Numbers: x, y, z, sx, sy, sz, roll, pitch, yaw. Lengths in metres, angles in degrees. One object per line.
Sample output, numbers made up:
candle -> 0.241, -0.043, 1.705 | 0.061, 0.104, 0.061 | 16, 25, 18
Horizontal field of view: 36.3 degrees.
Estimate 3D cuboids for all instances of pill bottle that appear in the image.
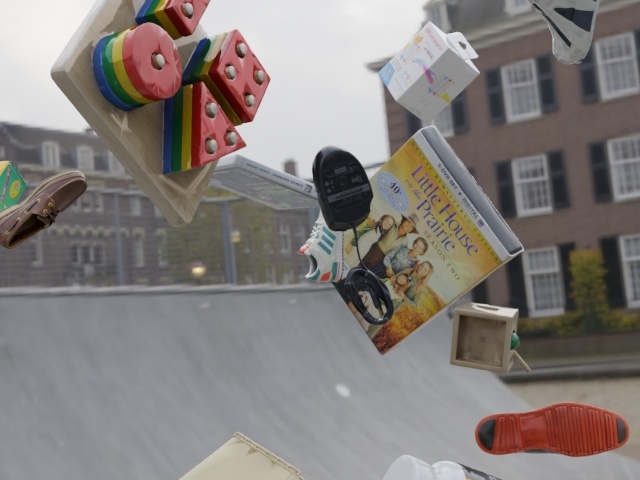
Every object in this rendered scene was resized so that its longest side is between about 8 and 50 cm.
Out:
pill bottle -> 0.245, 0.468, 1.651 | 0.278, 0.162, 0.162 | 24, -16, -18

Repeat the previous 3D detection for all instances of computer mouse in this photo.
computer mouse -> 0.041, -0.006, 1.260 | 0.071, 0.242, 0.041 | -16, 4, -22

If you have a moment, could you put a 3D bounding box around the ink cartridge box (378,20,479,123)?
ink cartridge box -> 0.188, -0.289, 1.643 | 0.090, 0.092, 0.143 | 28, -64, -39

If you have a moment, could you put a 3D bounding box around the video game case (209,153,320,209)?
video game case -> -0.092, -0.085, 1.469 | 0.173, 0.022, 0.190 | 20, -10, -27

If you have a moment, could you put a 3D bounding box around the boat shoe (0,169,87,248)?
boat shoe -> -0.453, -0.046, 1.594 | 0.178, 0.060, 0.064 | -36, -35, -14

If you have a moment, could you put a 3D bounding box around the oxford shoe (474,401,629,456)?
oxford shoe -> 0.426, 0.347, 1.790 | 0.271, 0.097, 0.098 | -3, -12, 20

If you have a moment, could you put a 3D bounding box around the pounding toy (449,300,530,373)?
pounding toy -> 0.329, 0.192, 1.860 | 0.141, 0.130, 0.100 | 7, 11, 19

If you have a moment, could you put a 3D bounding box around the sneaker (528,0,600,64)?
sneaker -> 0.241, -0.298, 1.100 | 0.153, 0.094, 0.235 | 13, -23, 14

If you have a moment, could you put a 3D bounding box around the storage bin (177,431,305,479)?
storage bin -> -0.167, 0.519, 1.829 | 0.262, 0.123, 0.260 | -34, 30, -27

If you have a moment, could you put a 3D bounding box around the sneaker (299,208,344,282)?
sneaker -> 0.000, 0.000, 1.825 | 0.075, 0.161, 0.057 | -3, 4, -19

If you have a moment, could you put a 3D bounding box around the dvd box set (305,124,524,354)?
dvd box set -> 0.177, 0.011, 1.995 | 0.062, 0.307, 0.420 | -23, -15, -46

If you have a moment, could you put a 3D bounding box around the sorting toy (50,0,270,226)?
sorting toy -> -0.174, -0.198, 1.208 | 0.089, 0.255, 0.257 | -9, -47, 30

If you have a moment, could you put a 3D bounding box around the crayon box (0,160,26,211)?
crayon box -> -0.766, -0.045, 2.069 | 0.165, 0.278, 0.081 | 0, -43, 23
